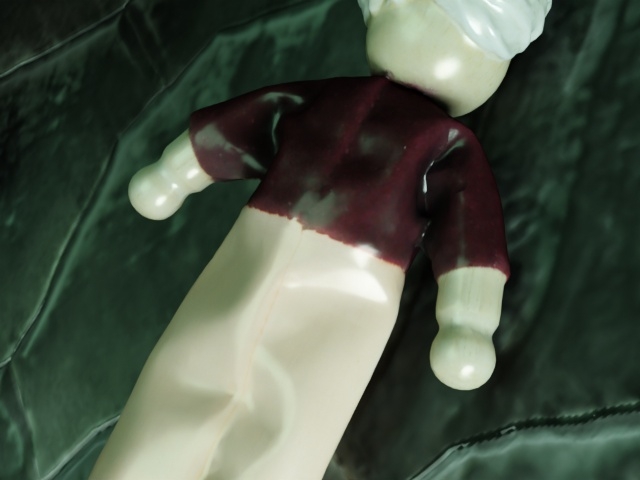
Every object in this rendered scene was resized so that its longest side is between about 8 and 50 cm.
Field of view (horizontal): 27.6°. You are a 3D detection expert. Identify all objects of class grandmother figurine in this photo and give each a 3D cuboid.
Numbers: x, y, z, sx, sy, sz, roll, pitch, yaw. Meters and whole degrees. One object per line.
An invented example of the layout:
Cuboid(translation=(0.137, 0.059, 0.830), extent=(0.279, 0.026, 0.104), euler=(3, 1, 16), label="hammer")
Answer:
Cuboid(translation=(0.000, 0.000, 0.604), extent=(0.207, 0.104, 0.342), euler=(27, 82, 19), label="grandmother figurine")
